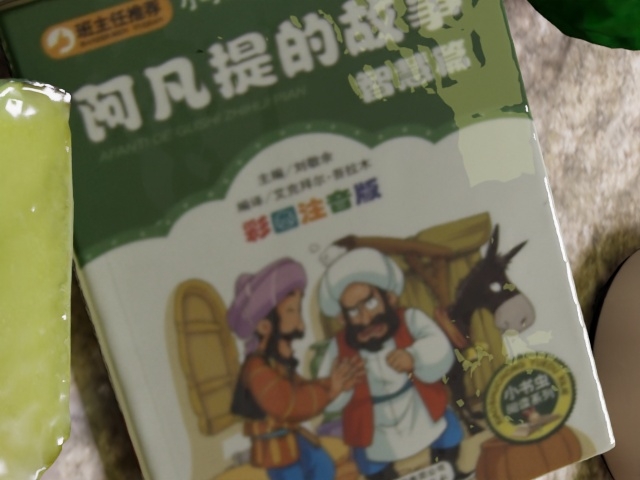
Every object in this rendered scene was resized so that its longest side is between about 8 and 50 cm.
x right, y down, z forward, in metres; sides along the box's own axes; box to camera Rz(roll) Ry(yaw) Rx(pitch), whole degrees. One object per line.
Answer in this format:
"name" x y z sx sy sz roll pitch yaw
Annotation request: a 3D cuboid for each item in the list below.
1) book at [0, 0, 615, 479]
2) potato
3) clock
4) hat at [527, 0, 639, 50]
"book" 0.000 0.000 0.817 0.202 0.027 0.264 -19 106 -12
"potato" -0.142 0.029 0.707 0.119 0.054 0.198 30 61 -41
"clock" 0.210 0.077 1.122 0.155 0.063 0.229 49 55 -40
"hat" 0.125 -0.300 0.958 0.285 0.285 0.400 -11 122 -50
